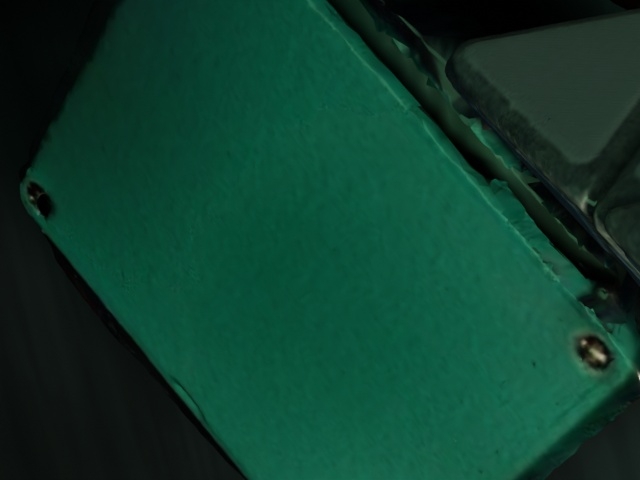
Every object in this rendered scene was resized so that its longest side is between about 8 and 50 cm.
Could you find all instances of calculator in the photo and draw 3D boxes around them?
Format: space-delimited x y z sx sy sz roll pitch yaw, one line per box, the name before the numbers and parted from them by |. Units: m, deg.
calculator | 0.000 0.000 0.771 0.274 0.058 0.248 48 139 14

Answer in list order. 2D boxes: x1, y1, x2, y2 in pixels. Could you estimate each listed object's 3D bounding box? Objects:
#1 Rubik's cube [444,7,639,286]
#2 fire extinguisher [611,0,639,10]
Rubik's cube | 0.201 0.022 0.569 0.228 0.233 0.228 -28 65 58
fire extinguisher | 0.047 -0.166 0.688 0.269 0.105 0.104 33 120 24
